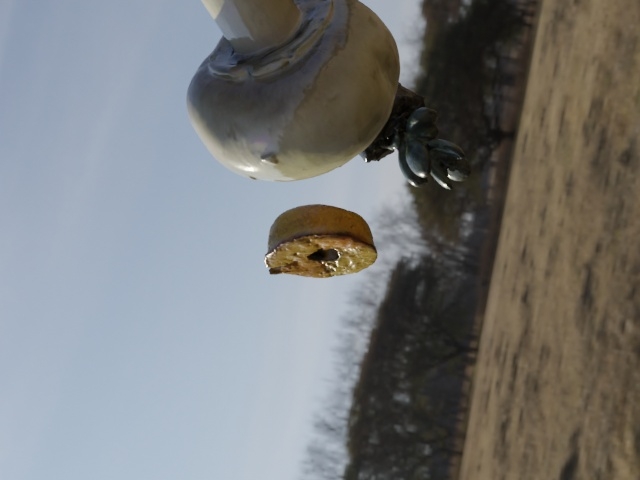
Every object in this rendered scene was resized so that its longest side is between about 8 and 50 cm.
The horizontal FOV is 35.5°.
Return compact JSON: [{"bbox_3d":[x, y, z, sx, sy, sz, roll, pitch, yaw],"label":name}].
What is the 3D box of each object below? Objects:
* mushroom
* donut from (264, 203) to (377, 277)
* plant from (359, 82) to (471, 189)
[{"bbox_3d":[-0.069,-0.250,1.297,0.336,0.314,0.314,52,-142,-32],"label":"mushroom"},{"bbox_3d":[-0.001,0.000,1.630,0.174,0.190,0.075,131,138,-54],"label":"donut"},{"bbox_3d":[0.155,-0.192,1.803,0.146,0.274,0.149,-14,-48,-37],"label":"plant"}]
